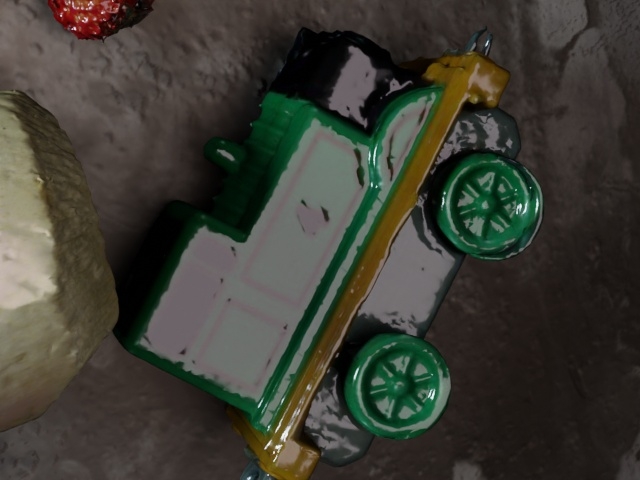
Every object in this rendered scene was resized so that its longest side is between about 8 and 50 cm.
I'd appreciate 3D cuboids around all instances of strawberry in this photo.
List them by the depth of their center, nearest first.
[{"bbox_3d":[-0.162,-0.194,0.787,0.083,0.083,0.096,-33,80,-16],"label":"strawberry"}]

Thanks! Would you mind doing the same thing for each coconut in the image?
[{"bbox_3d":[-0.272,0.025,0.697,0.244,0.239,0.239,-18,108,-24],"label":"coconut"}]

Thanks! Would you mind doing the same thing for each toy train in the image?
[{"bbox_3d":[0.000,0.000,0.859,0.249,0.178,0.429,27,88,-17],"label":"toy train"}]
